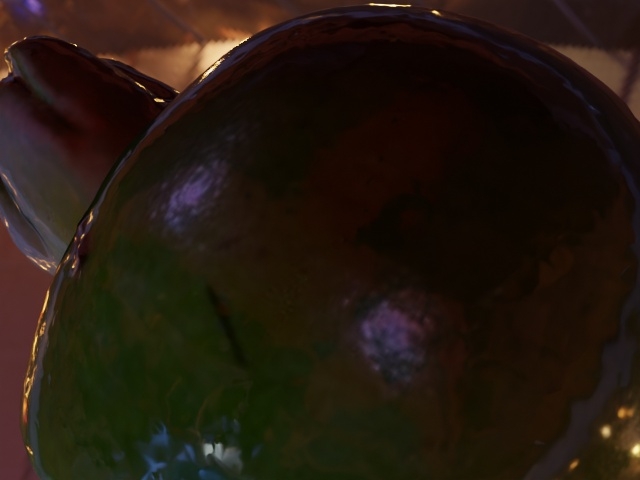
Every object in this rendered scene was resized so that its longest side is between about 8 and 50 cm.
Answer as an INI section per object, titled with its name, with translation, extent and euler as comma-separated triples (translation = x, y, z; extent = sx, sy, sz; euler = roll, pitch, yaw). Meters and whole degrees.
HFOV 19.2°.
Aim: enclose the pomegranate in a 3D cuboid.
[pomegranate]
translation = 0.013, 0.005, 0.553
extent = 0.159, 0.190, 0.241
euler = -66, -150, 12
